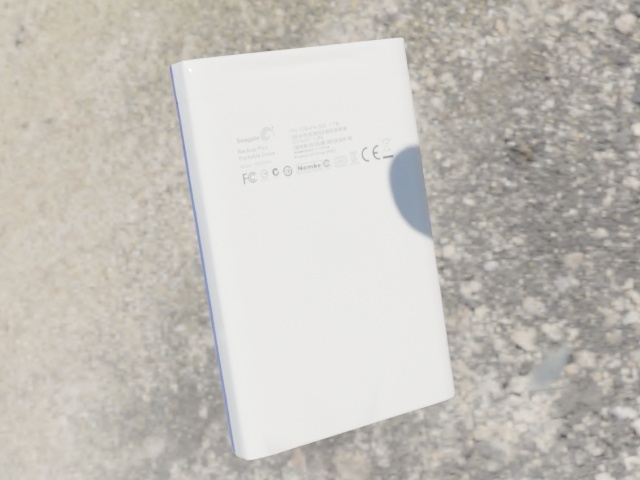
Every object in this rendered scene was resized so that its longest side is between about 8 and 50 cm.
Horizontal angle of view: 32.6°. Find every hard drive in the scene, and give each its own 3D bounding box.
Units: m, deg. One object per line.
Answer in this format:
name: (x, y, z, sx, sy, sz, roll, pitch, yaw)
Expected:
hard drive: (0.000, 0.000, 0.919, 0.040, 0.210, 0.319, 1, 101, 60)
